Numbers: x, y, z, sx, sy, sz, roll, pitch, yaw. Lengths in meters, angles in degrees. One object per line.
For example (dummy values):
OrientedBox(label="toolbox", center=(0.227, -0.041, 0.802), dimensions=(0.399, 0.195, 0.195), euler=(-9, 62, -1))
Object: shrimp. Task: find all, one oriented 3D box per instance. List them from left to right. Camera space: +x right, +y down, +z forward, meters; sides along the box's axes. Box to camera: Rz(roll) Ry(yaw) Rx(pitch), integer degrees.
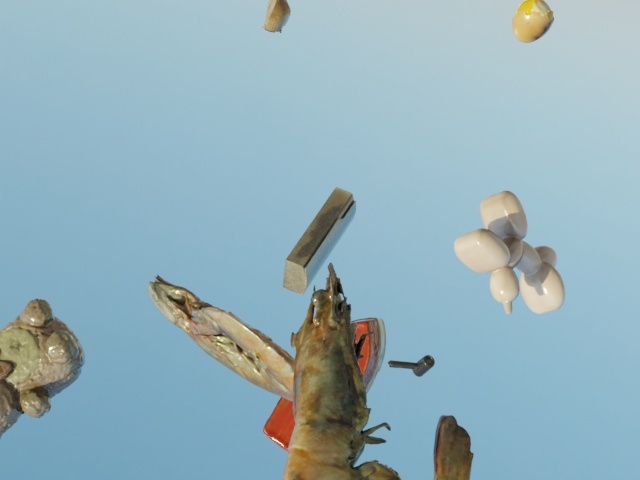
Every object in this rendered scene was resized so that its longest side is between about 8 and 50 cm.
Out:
OrientedBox(label="shrimp", center=(-0.133, 0.127, 1.699), dimensions=(0.317, 0.164, 0.062), euler=(33, -113, 23))
OrientedBox(label="shrimp", center=(0.053, 0.152, 1.093), dimensions=(0.169, 0.058, 0.296), euler=(4, -122, -3))

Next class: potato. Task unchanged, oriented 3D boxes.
OrientedBox(label="potato", center=(-0.059, -0.347, 1.804), dimensions=(0.037, 0.036, 0.093), euler=(26, -139, -17))

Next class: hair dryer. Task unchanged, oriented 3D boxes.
OrientedBox(label="hair dryer", center=(0.160, 0.223, 2.173), dimensions=(0.083, 0.047, 0.026), euler=(8, -123, -21))

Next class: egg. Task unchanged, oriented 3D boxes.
OrientedBox(label="egg", center=(0.381, -0.397, 2.181), dimensions=(0.071, 0.083, 0.071), euler=(27, -146, -20))

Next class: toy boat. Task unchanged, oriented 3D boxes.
OrientedBox(label="toy boat", center=(0.024, 0.291, 2.455), dimensions=(0.145, 0.332, 0.133), euler=(34, 178, 16))

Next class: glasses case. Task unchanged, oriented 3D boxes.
OrientedBox(label="glasses case", center=(0.000, 0.000, 2.071), dimensions=(0.047, 0.071, 0.205), euler=(22, -133, 14))

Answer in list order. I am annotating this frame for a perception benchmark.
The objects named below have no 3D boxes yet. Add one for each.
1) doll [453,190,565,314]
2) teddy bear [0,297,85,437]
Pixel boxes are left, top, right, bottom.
OrientedBox(label="doll", center=(0.243, 0.025, 1.488), dimensions=(0.059, 0.160, 0.161), euler=(-24, -164, 39))
OrientedBox(label="teddy bear", center=(-0.549, 0.233, 2.125), dimensions=(0.267, 0.151, 0.236), euler=(-30, -123, -19))
